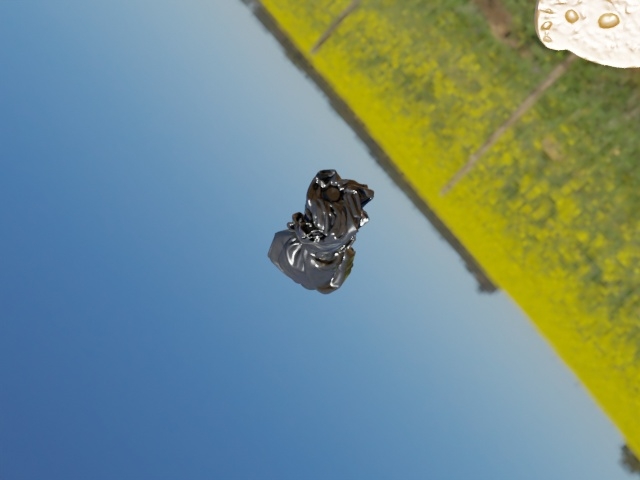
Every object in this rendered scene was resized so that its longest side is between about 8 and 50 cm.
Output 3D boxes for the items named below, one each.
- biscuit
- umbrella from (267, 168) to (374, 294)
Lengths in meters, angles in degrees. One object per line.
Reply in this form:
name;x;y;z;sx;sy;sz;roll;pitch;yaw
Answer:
biscuit;0.275;-0.221;1.110;0.140;0.118;0.023;21;-153;8
umbrella;-0.001;0.000;1.684;0.272;0.122;0.110;110;141;-65
